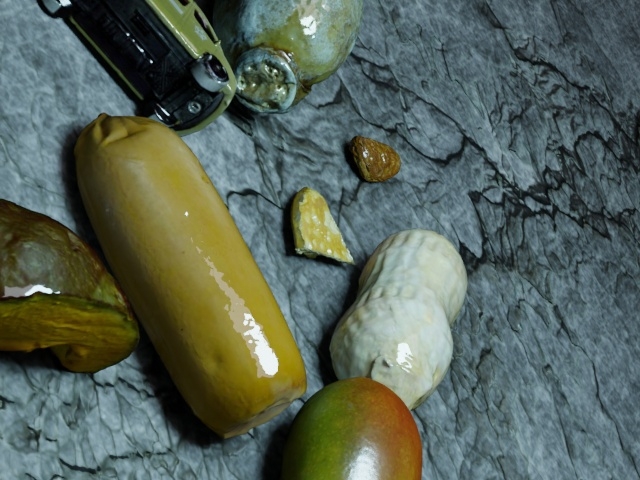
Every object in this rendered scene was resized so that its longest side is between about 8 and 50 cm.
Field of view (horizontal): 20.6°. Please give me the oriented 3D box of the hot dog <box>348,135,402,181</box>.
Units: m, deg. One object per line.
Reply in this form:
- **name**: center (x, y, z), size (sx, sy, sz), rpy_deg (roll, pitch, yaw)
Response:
- **hot dog**: center (0.064, -0.103, 2.206), size (0.083, 0.035, 0.058), rpy_deg (12, 52, -52)

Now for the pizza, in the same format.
- **pizza**: center (0.000, 0.000, 2.022), size (0.108, 0.026, 0.123), rpy_deg (46, 29, -25)

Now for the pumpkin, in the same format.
- **pumpkin**: center (-0.269, 0.009, 1.490), size (0.312, 0.148, 0.169), rpy_deg (17, 53, -55)

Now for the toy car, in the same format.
- **toy car**: center (-0.190, -0.237, 1.881), size (0.256, 0.101, 0.124), rpy_deg (49, 27, -13)

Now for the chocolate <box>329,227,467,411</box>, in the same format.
- **chocolate**: center (0.089, 0.089, 1.974), size (0.134, 0.134, 0.309), rpy_deg (48, 29, -18)

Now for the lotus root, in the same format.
- **lotus root**: center (-0.034, -0.289, 2.101), size (0.175, 0.175, 0.349), rpy_deg (44, 29, -23)

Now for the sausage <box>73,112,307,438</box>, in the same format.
- **sausage**: center (-0.135, 0.017, 1.713), size (0.134, 0.116, 0.354), rpy_deg (-24, 78, -25)

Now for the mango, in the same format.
- **mango**: center (0.024, 0.249, 1.728), size (0.146, 0.129, 0.289), rpy_deg (44, 41, -27)
